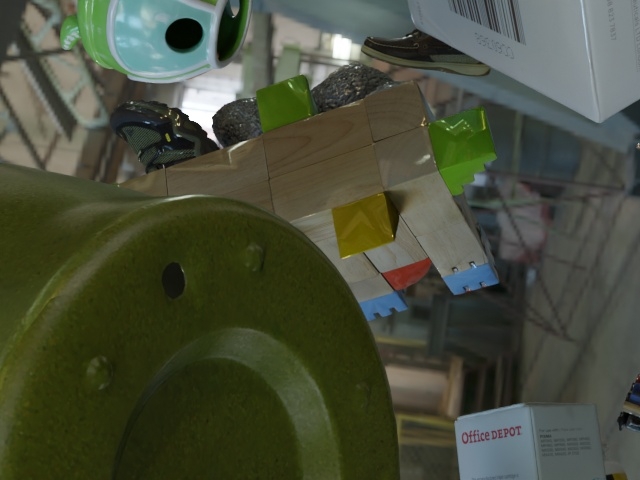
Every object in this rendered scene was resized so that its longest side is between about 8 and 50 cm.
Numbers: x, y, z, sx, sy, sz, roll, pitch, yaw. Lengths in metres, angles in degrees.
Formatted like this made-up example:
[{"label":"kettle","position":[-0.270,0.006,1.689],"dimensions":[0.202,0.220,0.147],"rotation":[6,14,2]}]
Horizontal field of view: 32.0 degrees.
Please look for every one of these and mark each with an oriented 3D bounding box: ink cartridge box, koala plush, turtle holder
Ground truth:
[{"label":"ink cartridge box","position":[0.183,0.231,0.951],"dimensions":[0.127,0.072,0.175],"rotation":[148,121,-63]},{"label":"koala plush","position":[0.008,-0.129,1.329],"dimensions":[0.203,0.221,0.196],"rotation":[54,176,-24]},{"label":"turtle holder","position":[-0.211,-0.376,1.586],"dimensions":[0.320,0.227,0.243],"rotation":[-70,-15,12]}]

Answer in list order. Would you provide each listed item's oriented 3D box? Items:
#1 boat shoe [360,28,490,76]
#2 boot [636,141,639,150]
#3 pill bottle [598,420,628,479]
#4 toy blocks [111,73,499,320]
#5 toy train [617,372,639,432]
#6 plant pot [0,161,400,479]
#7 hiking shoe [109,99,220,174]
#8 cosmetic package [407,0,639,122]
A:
[{"label":"boat shoe","position":[0.119,-0.215,1.232],"dimensions":[0.056,0.152,0.049],"rotation":[-125,43,-61]},{"label":"boot","position":[0.687,-0.142,1.426],"dimensions":[0.445,0.367,0.146],"rotation":[-41,17,4]},{"label":"pill bottle","position":[0.281,0.304,1.189],"dimensions":[0.119,0.119,0.208],"rotation":[89,167,-70]},{"label":"toy blocks","position":[0.000,0.000,1.065],"dimensions":[0.261,0.381,0.190],"rotation":[50,-154,-58]},{"label":"toy train","position":[0.245,0.118,0.842],"dimensions":[0.158,0.027,0.036],"rotation":[-7,-65,-71]},{"label":"plant pot","position":[-0.167,0.113,0.529],"dimensions":[0.366,0.353,0.366],"rotation":[7,-99,-52]},{"label":"hiking shoe","position":[-0.154,-0.059,1.217],"dimensions":[0.114,0.227,0.086],"rotation":[-49,-4,-28]},{"label":"cosmetic package","position":[0.259,-0.259,0.764],"dimensions":[0.217,0.385,0.156],"rotation":[39,156,48]}]
